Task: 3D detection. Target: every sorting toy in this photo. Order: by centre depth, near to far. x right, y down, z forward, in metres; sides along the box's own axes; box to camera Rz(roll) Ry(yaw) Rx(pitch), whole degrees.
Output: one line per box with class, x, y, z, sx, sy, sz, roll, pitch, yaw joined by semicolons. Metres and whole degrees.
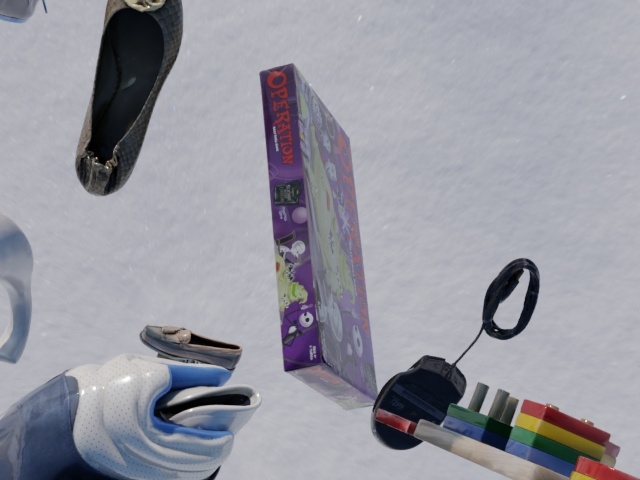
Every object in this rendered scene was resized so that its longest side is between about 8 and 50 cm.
sorting toy;0.140;0.126;0.647;0.132;0.274;0.046;25;82;-20

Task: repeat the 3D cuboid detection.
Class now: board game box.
board game box;0.000;0.000;1.237;0.056;0.208;0.347;-11;68;12

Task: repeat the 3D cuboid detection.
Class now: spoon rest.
spoon rest;-0.487;0.056;1.664;0.137;0.276;0.084;12;37;16

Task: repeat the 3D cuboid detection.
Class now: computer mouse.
computer mouse;0.131;0.111;1.079;0.071;0.041;0.242;36;106;-10

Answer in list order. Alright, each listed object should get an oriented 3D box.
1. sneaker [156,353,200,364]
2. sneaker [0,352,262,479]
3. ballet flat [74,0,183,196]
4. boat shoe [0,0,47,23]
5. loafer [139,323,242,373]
sneaker;-0.205;0.186;1.674;0.086;0.192;0.064;19;69;-4
sneaker;-0.129;0.212;0.916;0.236;0.323;0.130;-27;45;11
ballet flat;-0.200;-0.165;1.126;0.084;0.058;0.250;18;96;2
boat shoe;-0.364;-0.311;1.296;0.109;0.258;0.089;39;100;-14
loafer;-0.154;0.123;1.328;0.125;0.045;0.039;22;116;-17
